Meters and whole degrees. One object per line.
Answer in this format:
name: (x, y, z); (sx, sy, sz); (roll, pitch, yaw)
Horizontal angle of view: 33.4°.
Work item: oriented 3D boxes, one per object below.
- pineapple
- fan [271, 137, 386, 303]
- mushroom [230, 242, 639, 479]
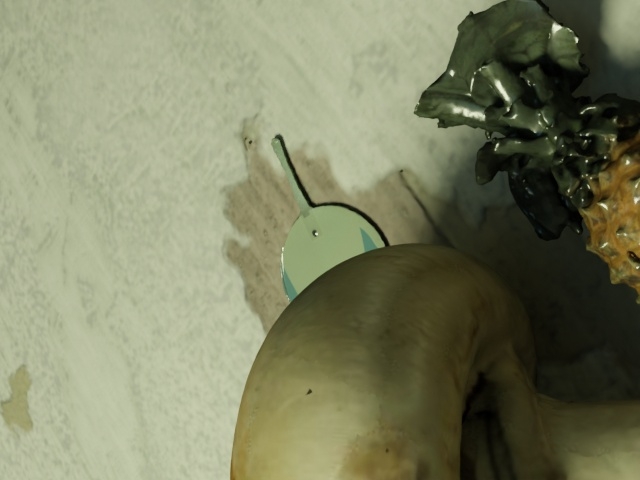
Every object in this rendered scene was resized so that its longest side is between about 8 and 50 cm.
pineapple: (0.157, -0.052, 0.613); (0.237, 0.119, 0.111); (38, 168, 31)
fan: (0.000, 0.000, 0.817); (0.113, 0.005, 0.175); (-29, 83, 41)
mushroom: (0.104, 0.143, 0.614); (0.290, 0.292, 0.293); (-3, 100, 23)
